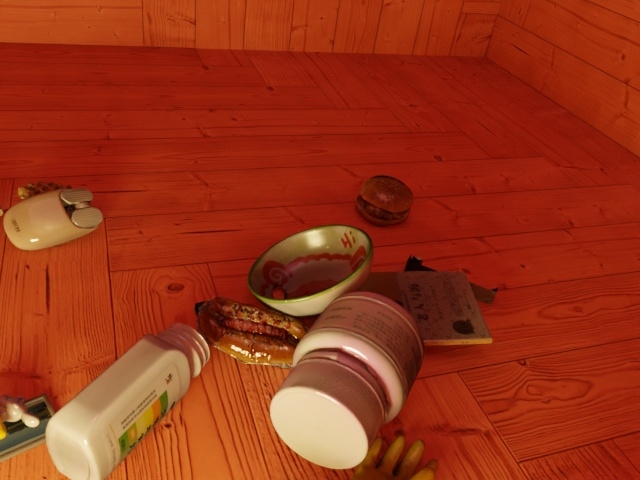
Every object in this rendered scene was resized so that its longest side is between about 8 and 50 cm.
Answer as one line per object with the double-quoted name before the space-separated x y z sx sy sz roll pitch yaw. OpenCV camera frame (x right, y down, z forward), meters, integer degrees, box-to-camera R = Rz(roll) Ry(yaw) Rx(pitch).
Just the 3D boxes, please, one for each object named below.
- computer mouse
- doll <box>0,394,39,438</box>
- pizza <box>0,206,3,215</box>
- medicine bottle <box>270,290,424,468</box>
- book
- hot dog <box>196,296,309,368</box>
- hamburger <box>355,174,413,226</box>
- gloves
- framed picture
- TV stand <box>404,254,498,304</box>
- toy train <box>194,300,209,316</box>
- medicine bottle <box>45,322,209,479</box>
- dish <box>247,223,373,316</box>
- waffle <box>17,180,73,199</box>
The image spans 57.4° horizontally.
"computer mouse" -0.709 -0.060 1.553 0.237 0.082 0.145 -20 75 -31
"doll" -0.589 0.326 1.082 0.136 0.071 0.113 11 16 -9
"pizza" -0.928 -0.037 1.520 0.154 0.069 0.193 9 41 0
"medicine bottle" 0.057 0.271 1.166 0.241 0.241 0.302 22 37 16
"book" 0.213 0.170 1.489 0.390 0.032 0.268 -2 36 -4
"hot dog" -0.150 0.212 1.323 0.268 0.075 0.144 18 45 -1
"hamburger" 0.203 -0.129 1.880 0.182 0.117 0.191 26 42 27
"gloves" 0.113 0.449 1.063 0.133 0.116 0.294 33 34 18
"framed picture" -0.574 0.355 1.096 0.149 0.011 0.109 -19 44 -35
"TV stand" 0.364 0.108 1.639 0.257 0.048 0.040 21 35 16
"toy train" -0.265 0.178 1.403 0.053 0.033 0.083 -15 42 -24
"medicine bottle" -0.346 0.289 1.098 0.124 0.179 0.324 21 35 16
"dish" -0.011 0.097 1.468 0.325 0.124 0.324 -16 29 9
"waffle" -0.768 -0.106 1.668 0.149 0.051 0.194 -16 47 -31
